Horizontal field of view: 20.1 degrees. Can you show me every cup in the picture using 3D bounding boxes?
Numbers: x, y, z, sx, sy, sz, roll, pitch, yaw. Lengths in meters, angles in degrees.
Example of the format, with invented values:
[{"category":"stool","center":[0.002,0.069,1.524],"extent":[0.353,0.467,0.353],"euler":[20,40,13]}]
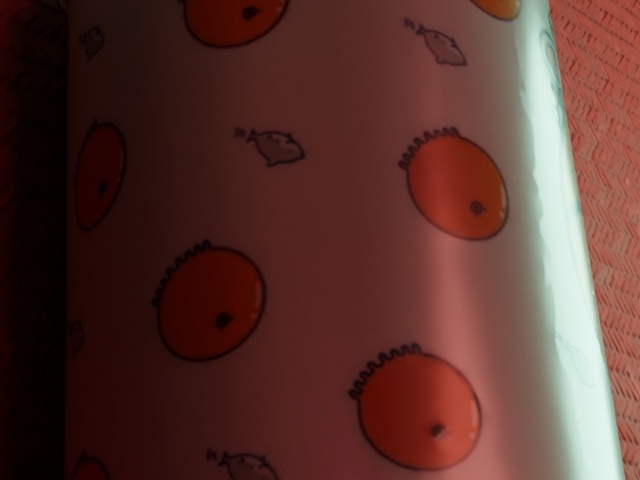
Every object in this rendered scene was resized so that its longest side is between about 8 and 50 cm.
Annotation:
[{"category":"cup","center":[0.000,0.000,0.723],"extent":[0.212,0.212,0.317],"euler":[23,55,-48]}]
